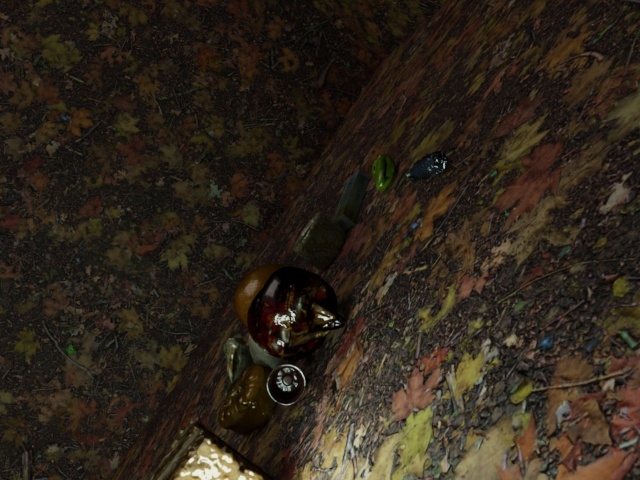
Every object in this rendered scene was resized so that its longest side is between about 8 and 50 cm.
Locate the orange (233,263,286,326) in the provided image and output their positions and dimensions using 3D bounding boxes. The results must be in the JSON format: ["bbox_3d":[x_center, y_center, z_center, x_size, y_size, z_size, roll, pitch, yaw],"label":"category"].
[{"bbox_3d":[-0.192,0.208,2.065,0.264,0.264,0.264,-52,13,17],"label":"orange"}]

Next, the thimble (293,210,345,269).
[{"bbox_3d":[0.000,0.000,2.098,0.191,0.143,0.137,-60,12,-18],"label":"thimble"}]

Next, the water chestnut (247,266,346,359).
[{"bbox_3d":[-0.070,0.213,1.620,0.289,0.244,0.289,-39,-14,-11],"label":"water chestnut"}]

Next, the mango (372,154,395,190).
[{"bbox_3d":[0.230,-0.243,2.035,0.091,0.074,0.165,-35,36,44],"label":"mango"}]

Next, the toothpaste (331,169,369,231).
[{"bbox_3d":[0.123,-0.159,2.238,0.089,0.071,0.313,-40,18,39],"label":"toothpaste"}]

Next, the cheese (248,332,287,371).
[{"bbox_3d":[-0.154,0.309,1.813,0.198,0.154,0.189,100,-163,-48],"label":"cheese"}]

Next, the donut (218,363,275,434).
[{"bbox_3d":[-0.218,0.489,1.726,0.227,0.113,0.227,-53,12,16],"label":"donut"}]

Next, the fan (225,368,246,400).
[{"bbox_3d":[-0.269,0.500,1.902,0.240,0.009,0.131,7,-80,-72],"label":"fan"}]

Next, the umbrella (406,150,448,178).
[{"bbox_3d":[0.309,-0.214,1.687,0.071,0.070,0.248,-58,8,-13],"label":"umbrella"}]

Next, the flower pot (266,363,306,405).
[{"bbox_3d":[-0.094,0.393,1.555,0.111,0.111,0.089,-57,0,-6],"label":"flower pot"}]

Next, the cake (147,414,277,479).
[{"bbox_3d":[-0.246,0.579,1.245,0.256,0.282,0.290,-52,7,-14],"label":"cake"}]

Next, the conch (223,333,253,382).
[{"bbox_3d":[-0.330,0.461,2.192,0.155,0.129,0.207,83,-167,-61],"label":"conch"}]
